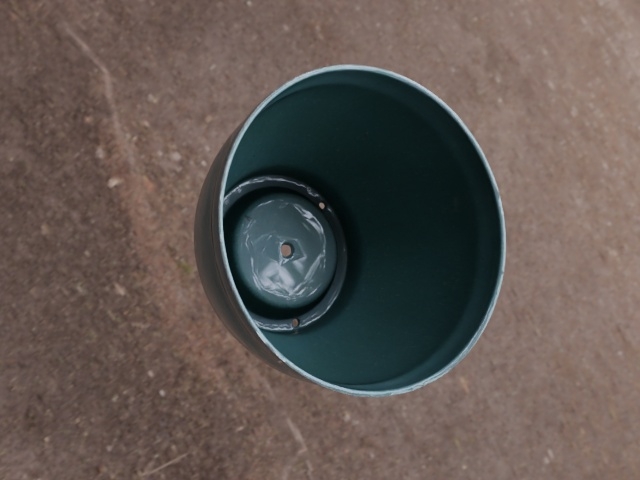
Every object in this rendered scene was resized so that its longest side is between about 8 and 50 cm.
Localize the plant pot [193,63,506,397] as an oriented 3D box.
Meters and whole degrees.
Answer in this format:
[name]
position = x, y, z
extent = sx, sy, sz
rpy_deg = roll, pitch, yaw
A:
[plant pot]
position = 0.000, 0.000, 0.934
extent = 0.293, 0.196, 0.293
rpy_deg = 4, 81, -29
